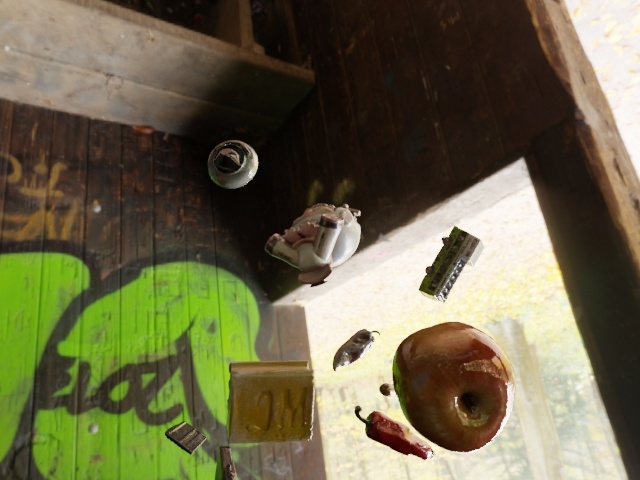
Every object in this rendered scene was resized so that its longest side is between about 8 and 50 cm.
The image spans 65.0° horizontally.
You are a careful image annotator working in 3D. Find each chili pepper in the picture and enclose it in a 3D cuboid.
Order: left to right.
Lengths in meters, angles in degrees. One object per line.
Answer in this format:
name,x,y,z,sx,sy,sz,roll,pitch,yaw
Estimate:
chili pepper,0.077,0.249,1.159,0.153,0.050,0.041,-36,153,-27
chili pepper,0.276,0.724,1.875,0.388,0.110,0.110,29,149,-9

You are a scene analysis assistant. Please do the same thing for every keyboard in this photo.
keyboard,-0.382,0.557,1.420,0.104,0.041,0.381,34,160,5

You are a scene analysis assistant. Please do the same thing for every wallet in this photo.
wallet,-0.275,0.707,1.415,0.044,0.249,0.149,5,-161,-20

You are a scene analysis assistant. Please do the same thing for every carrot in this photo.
carrot,0.210,0.410,1.377,0.036,0.035,0.165,-22,153,32

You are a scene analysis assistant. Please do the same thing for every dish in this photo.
dish,-0.245,-0.219,1.353,0.141,0.141,0.078,-10,164,3

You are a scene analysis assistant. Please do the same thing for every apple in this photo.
apple,0.190,0.209,0.754,0.199,0.199,0.199,-7,159,-3

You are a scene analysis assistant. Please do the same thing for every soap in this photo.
soap,-0.193,0.622,1.951,0.336,0.293,0.156,4,-173,-14

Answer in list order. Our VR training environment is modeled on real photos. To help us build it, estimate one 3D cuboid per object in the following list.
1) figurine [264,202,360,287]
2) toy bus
figurine,-0.009,0.001,1.610,0.253,0.210,0.361,-7,-168,17
toy bus,0.513,0.101,1.985,0.139,0.301,0.113,27,172,35
